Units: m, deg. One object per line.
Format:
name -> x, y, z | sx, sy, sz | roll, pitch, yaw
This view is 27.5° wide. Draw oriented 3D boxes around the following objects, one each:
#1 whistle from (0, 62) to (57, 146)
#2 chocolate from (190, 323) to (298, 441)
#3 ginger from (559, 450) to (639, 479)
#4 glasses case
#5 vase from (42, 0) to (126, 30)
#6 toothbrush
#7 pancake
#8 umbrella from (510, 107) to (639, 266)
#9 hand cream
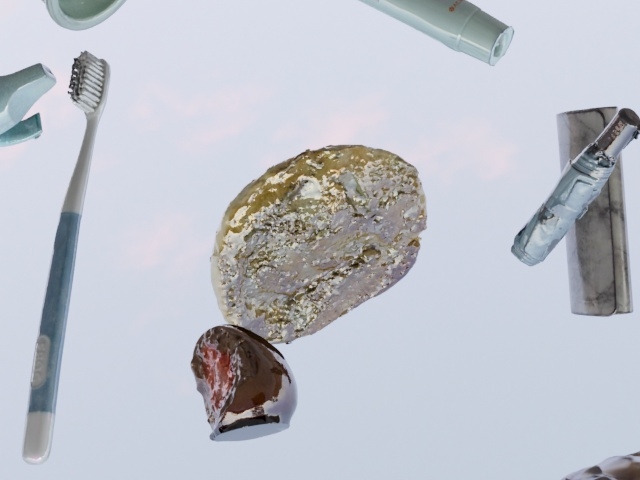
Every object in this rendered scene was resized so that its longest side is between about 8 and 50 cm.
whistle -> -0.501, -0.173, 1.876 | 0.274, 0.186, 0.093 | -29, -107, 9
chocolate -> -0.093, 0.159, 1.498 | 0.124, 0.127, 0.133 | -16, -105, 22
ginger -> 0.295, 0.309, 1.119 | 0.223, 0.200, 0.269 | 1, -143, -43
glasses case -> 0.398, -0.041, 1.907 | 0.060, 0.299, 0.114 | -6, -178, -30
vase -> -0.314, -0.334, 1.247 | 0.299, 0.143, 0.143 | 35, -126, 18
toothbrush -> -0.161, 0.003, 0.818 | 0.019, 0.025, 0.276 | -10, -117, 31
pancake -> 0.001, 0.001, 1.908 | 0.356, 0.356, 0.065 | -18, -136, -17
umbrella -> 0.313, -0.065, 1.620 | 0.053, 0.250, 0.052 | 22, -143, -12
hand cream -> 0.069, -0.293, 1.515 | 0.331, 0.058, 0.085 | 30, -117, 22
